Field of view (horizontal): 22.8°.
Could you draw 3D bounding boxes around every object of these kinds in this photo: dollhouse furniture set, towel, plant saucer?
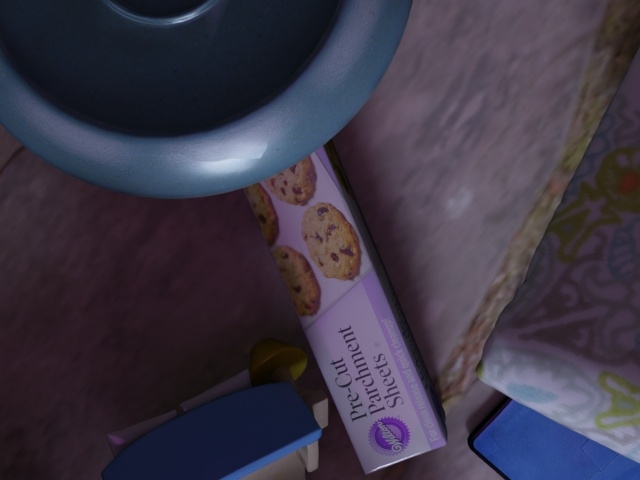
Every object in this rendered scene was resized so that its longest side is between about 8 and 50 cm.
[{"bbox_3d":[-0.149,0.193,1.134,0.303,0.198,0.286,-25,145,-17],"label":"dollhouse furniture set"},{"bbox_3d":[0.317,-0.007,0.956,0.320,0.090,0.374,25,74,16],"label":"towel"},{"bbox_3d":[-0.097,-0.186,1.007,0.318,0.044,0.317,0,88,7],"label":"plant saucer"}]

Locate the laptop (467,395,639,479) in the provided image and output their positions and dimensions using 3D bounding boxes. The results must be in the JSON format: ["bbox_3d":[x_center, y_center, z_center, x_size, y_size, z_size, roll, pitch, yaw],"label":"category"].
[{"bbox_3d":[0.382,0.170,1.041,0.382,0.408,0.236,-48,132,12],"label":"laptop"}]

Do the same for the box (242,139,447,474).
[{"bbox_3d":[0.000,0.000,1.086,0.067,0.063,0.324,-20,103,7],"label":"box"}]
